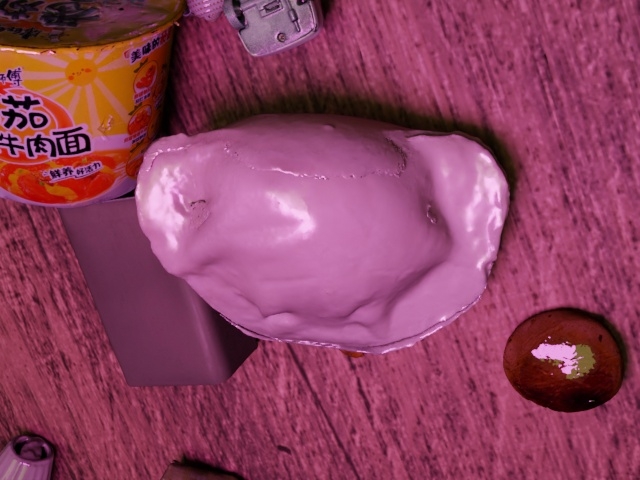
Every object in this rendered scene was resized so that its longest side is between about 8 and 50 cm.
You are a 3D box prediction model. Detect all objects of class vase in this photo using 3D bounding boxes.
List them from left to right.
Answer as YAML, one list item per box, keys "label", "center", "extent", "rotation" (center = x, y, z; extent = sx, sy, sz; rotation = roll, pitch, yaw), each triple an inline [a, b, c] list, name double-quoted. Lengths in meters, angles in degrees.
- label: "vase"
  center: [-0.477, 0.404, 1.186]
  extent: [0.128, 0.128, 0.248]
  rotation: [32, 108, 9]

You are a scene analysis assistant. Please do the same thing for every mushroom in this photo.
- label: "mushroom"
  center: [0.254, 0.131, 0.826]
  extent: [0.123, 0.052, 0.123]
  rotation: [7, 108, 22]

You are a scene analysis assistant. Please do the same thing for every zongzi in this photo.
- label: "zongzi"
  center: [-0.147, 0.366, 1.086]
  extent: [0.154, 0.062, 0.130]
  rotation: [13, 135, 1]

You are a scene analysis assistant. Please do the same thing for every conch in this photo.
- label: "conch"
  center: [-0.124, -0.274, 0.830]
  extent: [0.076, 0.057, 0.085]
  rotation: [0, 89, 42]

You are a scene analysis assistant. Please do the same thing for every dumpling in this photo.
- label: "dumpling"
  center: [-0.004, 0.000, 0.800]
  extent: [0.341, 0.181, 0.260]
  rotation: [-7, 111, -19]

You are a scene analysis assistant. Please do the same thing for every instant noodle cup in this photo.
- label: "instant noodle cup"
  center: [-0.272, -0.169, 0.816]
  extent: [0.264, 0.264, 0.200]
  rotation: [21, 130, 14]

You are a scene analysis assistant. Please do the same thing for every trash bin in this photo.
- label: "trash bin"
  center: [-0.187, 0.044, 0.936]
  extent: [0.164, 0.122, 0.240]
  rotation: [-5, 109, 24]

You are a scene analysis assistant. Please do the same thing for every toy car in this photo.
- label: "toy car"
  center: [-0.062, -0.299, 0.783]
  extent: [0.090, 0.076, 0.224]
  rotation: [-16, 94, 25]

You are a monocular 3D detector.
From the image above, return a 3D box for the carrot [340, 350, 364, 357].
- label: "carrot"
  center: [-0.015, 0.057, 0.909]
  extent: [0.061, 0.061, 0.209]
  rotation: [-35, 97, 28]
